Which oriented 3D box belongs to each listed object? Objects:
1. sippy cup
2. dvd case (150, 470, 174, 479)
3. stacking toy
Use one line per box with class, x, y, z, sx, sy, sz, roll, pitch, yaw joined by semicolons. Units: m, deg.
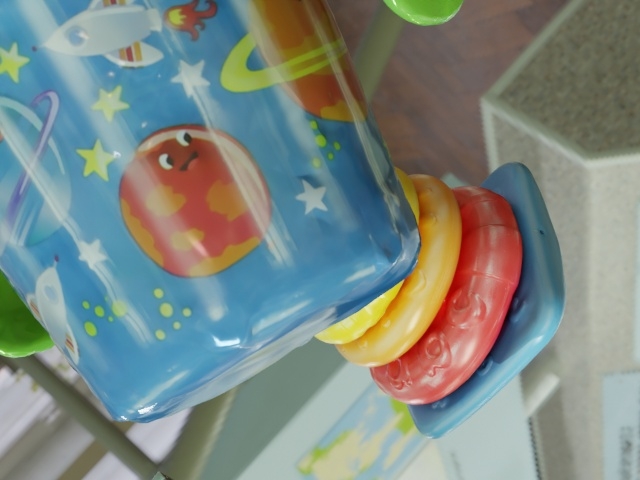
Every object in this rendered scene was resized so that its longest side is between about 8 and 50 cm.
sippy cup;-0.073;-0.045;0.589;0.224;0.240;0.305;61;164;8
dvd case;-0.110;0.234;0.949;0.119;0.087;0.013;41;177;-40
stacking toy;0.000;0.000;0.836;0.302;0.166;0.175;23;-141;-24
